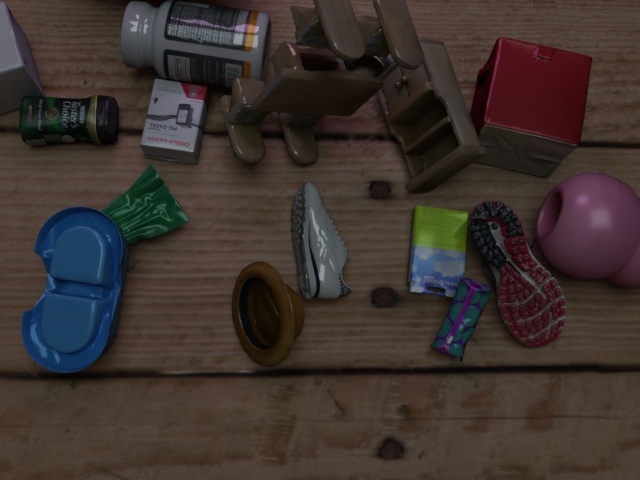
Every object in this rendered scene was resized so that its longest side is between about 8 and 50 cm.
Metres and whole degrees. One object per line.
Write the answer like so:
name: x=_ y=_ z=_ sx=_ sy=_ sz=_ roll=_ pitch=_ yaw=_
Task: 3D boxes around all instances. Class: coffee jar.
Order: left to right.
coffee jar: x=-0.495 y=-0.239 z=1.495 sx=0.185 sy=0.079 sz=0.096 roll=-2 pitch=74 yaw=-4

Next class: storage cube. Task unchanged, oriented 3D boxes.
storage cube: x=0.409 y=-0.260 z=1.502 sx=0.215 sy=0.183 sz=0.193 roll=14 pitch=74 yaw=1

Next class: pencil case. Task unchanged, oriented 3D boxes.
pencil case: x=0.264 y=0.145 z=1.407 sx=0.065 sy=0.070 sz=0.151 roll=24 pitch=96 yaw=17

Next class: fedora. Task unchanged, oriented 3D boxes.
fedora: x=-0.087 y=0.132 z=1.392 sx=0.079 sy=0.194 sz=0.194 roll=-4 pitch=69 yaw=-43

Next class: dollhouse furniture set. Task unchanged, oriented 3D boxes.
dollhouse furniture set: x=0.077 y=-0.237 z=1.398 sx=0.394 sy=0.362 sz=0.256 roll=-4 pitch=69 yaw=-36

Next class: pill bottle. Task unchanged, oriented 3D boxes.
pill bottle: x=-0.245 y=-0.395 z=1.513 sx=0.279 sy=0.162 sz=0.162 roll=9 pitch=73 yaw=-1

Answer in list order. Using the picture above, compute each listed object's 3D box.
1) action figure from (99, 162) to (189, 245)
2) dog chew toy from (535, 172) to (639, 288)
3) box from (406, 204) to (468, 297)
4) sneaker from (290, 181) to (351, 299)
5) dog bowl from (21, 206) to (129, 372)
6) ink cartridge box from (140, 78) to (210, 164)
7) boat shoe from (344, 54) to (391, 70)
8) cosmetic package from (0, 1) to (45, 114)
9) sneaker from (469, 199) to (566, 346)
action figure: x=-0.384 y=-0.028 z=1.448 sx=0.232 sy=0.063 sz=0.137 roll=-33 pitch=79 yaw=-5
dog chew toy: x=0.587 y=-0.002 z=1.435 sx=0.332 sy=0.206 sz=0.206 roll=17 pitch=73 yaw=-6
box: x=0.229 y=0.025 z=1.479 sx=0.109 sy=0.042 sz=0.178 roll=7 pitch=74 yaw=-1
sneaker: x=0.000 y=0.000 z=1.462 sx=0.095 sy=0.090 sz=0.235 roll=-2 pitch=77 yaw=-17
dog bowl: x=-0.438 y=0.089 z=1.373 sx=0.166 sy=0.074 sz=0.297 roll=8 pitch=85 yaw=8
ink cartridge box: x=-0.290 y=-0.238 z=1.516 sx=0.109 sy=0.063 sz=0.150 roll=8 pitch=73 yaw=-1
boat shoe: x=0.063 y=-0.400 z=1.590 sx=0.183 sy=0.066 sz=0.066 roll=33 pitch=79 yaw=17
cosmetic package: x=-0.666 y=-0.343 z=1.478 sx=0.184 sy=0.151 sz=0.151 roll=-19 pitch=76 yaw=-8
sneaker: x=0.382 y=0.059 z=1.450 sx=0.121 sy=0.112 sz=0.299 roll=-21 pitch=88 yaw=12
